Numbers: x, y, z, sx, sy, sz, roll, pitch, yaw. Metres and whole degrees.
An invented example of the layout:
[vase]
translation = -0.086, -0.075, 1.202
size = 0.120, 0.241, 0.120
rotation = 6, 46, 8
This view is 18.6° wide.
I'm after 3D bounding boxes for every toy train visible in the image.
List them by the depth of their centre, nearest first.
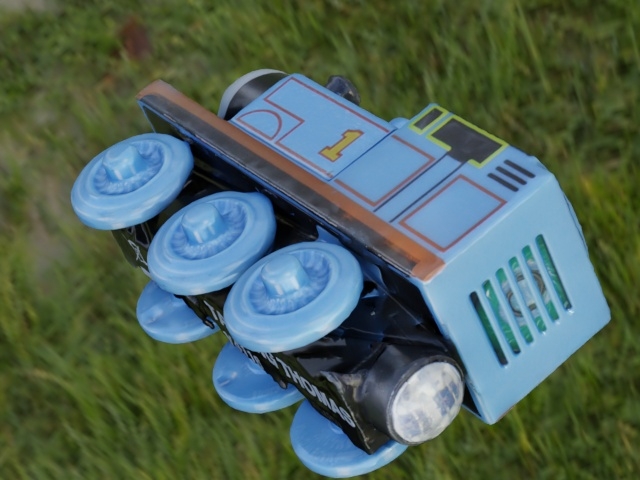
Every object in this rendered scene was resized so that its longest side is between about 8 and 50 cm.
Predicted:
[toy train]
translation = 0.000, 0.000, 0.614
size = 0.105, 0.080, 0.184
rotation = -37, 38, -16
